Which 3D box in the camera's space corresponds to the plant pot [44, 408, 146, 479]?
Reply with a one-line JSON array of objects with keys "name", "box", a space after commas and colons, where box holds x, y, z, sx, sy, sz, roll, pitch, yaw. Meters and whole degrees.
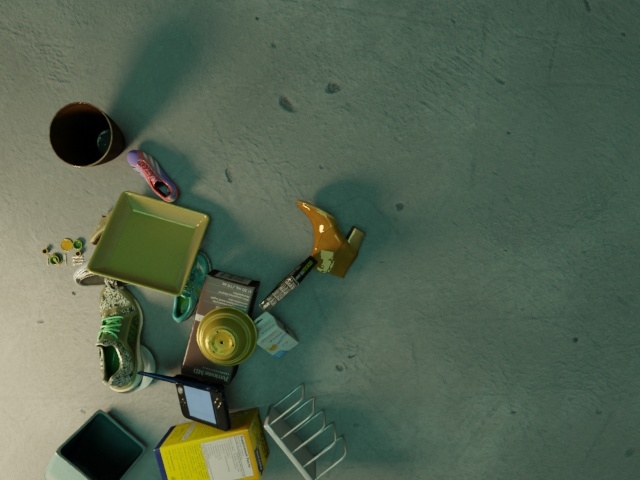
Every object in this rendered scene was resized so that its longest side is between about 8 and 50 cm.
[{"name": "plant pot", "box": [-0.861, 0.848, 1.857, 0.247, 0.248, 0.252, 41, 112, -1]}]

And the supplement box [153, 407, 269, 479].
[{"name": "supplement box", "box": [-0.395, 0.783, 1.851, 0.357, 0.195, 0.194, -13, 94, 4]}]

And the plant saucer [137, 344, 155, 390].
[{"name": "plant saucer", "box": [-0.725, 0.482, 1.918, 0.195, 0.037, 0.194, 0, 93, 2]}]

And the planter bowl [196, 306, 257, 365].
[{"name": "planter bowl", "box": [-0.334, 0.345, 1.733, 0.218, 0.090, 0.216, 0, 94, 2]}]

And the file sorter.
[{"name": "file sorter", "box": [-0.049, 0.705, 1.837, 0.173, 0.193, 0.277, -37, 92, 1]}]

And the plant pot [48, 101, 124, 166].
[{"name": "plant pot", "box": [-0.791, -0.357, 1.761, 0.216, 0.230, 0.215, 0, 94, 2]}]

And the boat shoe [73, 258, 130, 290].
[{"name": "boat shoe", "box": [-0.749, 0.122, 1.832, 0.336, 0.121, 0.119, -15, 53, 2]}]

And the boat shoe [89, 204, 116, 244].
[{"name": "boat shoe", "box": [-0.799, -0.067, 1.873, 0.190, 0.068, 0.072, -45, 79, -5]}]

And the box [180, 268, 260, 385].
[{"name": "box", "box": [-0.368, 0.317, 1.845, 0.191, 0.143, 0.380, 15, 96, 1]}]

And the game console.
[{"name": "game console", "box": [-0.488, 0.571, 1.778, 0.293, 0.173, 0.249, -4, 99, 42]}]

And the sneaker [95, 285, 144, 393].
[{"name": "sneaker", "box": [-0.744, 0.347, 1.810, 0.158, 0.182, 0.409, -16, 74, 0]}]

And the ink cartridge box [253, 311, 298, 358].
[{"name": "ink cartridge box", "box": [-0.176, 0.350, 1.829, 0.104, 0.061, 0.181, -39, 131, 4]}]

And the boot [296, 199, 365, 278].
[{"name": "boot", "box": [0.001, 0.000, 1.825, 0.295, 0.104, 0.211, 29, 94, -5]}]

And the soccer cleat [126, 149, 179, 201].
[{"name": "soccer cleat", "box": [-0.619, -0.241, 1.831, 0.083, 0.095, 0.248, -42, 94, 1]}]

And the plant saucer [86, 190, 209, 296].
[{"name": "plant saucer", "box": [-0.608, 0.018, 1.797, 0.333, 0.081, 0.332, 17, 66, -5]}]

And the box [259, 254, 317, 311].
[{"name": "box", "box": [-0.112, 0.152, 1.769, 0.045, 0.184, 0.191, 48, 121, -1]}]

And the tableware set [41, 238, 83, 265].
[{"name": "tableware set", "box": [-0.983, 0.046, 1.901, 0.154, 0.024, 0.103, -2, 94, 3]}]

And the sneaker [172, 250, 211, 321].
[{"name": "sneaker", "box": [-0.482, 0.175, 1.851, 0.107, 0.110, 0.275, 15, 94, 1]}]
